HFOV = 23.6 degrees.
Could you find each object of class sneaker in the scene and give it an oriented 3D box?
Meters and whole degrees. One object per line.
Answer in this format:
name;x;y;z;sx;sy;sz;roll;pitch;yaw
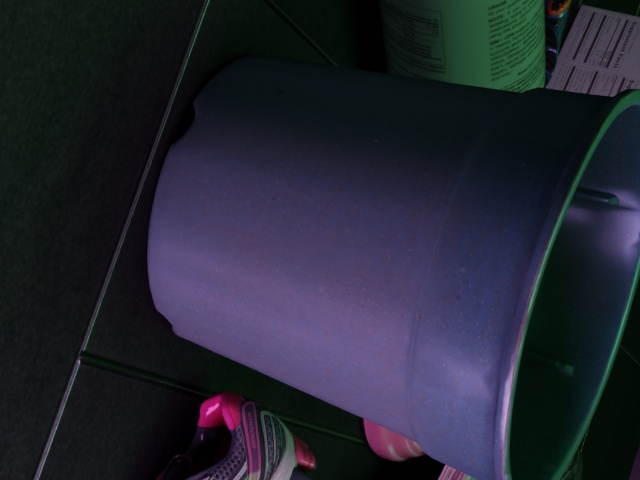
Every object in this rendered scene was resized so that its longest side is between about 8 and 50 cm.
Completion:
sneaker;-0.125;0.269;1.315;0.112;0.121;0.299;48;58;-30
sneaker;0.265;-0.244;1.888;0.221;0.083;0.087;-66;164;-10

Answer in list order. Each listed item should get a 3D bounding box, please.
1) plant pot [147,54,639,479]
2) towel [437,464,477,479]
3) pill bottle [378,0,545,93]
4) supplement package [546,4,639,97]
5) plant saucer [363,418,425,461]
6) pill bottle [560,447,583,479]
plant pot;0.062;0.005;1.249;0.341;0.334;0.341;-49;148;-46
towel;0.185;0.341;2.015;0.317;0.053;0.332;-63;165;9
pill bottle;0.135;-0.240;1.477;0.160;0.160;0.283;-57;153;-34
supplement package;0.417;-0.169;2.201;0.204;0.145;0.262;-64;155;-22
plant saucer;0.158;0.119;1.878;0.332;0.084;0.332;-47;147;-46
pill bottle;0.342;0.341;2.397;0.130;0.130;0.245;-66;156;-17
